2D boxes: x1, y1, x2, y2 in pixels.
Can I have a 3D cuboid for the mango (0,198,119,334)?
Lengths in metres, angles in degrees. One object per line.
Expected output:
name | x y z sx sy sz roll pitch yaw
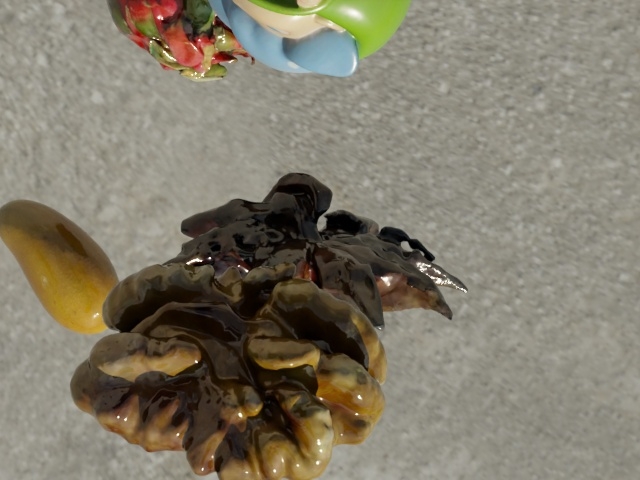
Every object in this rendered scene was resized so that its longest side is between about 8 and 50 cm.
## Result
mango | -0.288 0.023 1.362 0.085 0.102 0.184 -31 77 -37

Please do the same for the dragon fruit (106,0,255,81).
dragon fruit | -0.108 -0.314 1.291 0.231 0.303 0.237 -9 145 20

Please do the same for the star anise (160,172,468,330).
star anise | 0.000 0.000 1.024 0.272 0.272 0.103 0 107 -24

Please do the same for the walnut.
walnut | -0.047 0.062 0.670 0.170 0.143 0.069 7 131 4

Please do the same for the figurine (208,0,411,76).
figurine | -0.018 -0.195 0.830 0.143 0.263 0.162 -43 80 6
